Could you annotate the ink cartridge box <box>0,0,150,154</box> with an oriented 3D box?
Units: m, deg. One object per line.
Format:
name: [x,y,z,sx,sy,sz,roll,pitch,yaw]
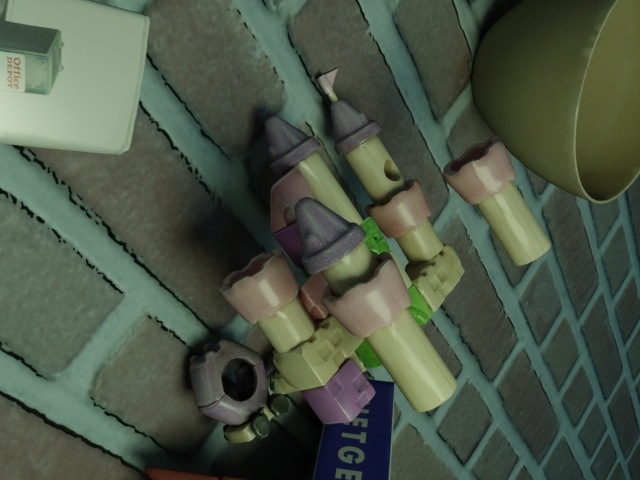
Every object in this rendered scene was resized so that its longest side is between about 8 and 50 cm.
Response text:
ink cartridge box: [-0.232,-0.113,0.417,0.218,0.158,0.092,2,105,-49]

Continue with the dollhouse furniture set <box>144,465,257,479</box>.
dollhouse furniture set: [-0.099,0.400,0.798,0.374,0.152,0.201,87,10,-57]

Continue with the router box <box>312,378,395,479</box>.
router box: [0.028,0.372,0.850,0.335,0.082,0.301,-71,165,-67]

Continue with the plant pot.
plant pot: [0.310,-0.208,0.951,0.284,0.191,0.284,-23,123,-39]

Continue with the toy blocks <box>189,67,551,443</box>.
toy blocks: [0.000,0.000,0.725,0.260,0.309,0.288,55,47,-10]
